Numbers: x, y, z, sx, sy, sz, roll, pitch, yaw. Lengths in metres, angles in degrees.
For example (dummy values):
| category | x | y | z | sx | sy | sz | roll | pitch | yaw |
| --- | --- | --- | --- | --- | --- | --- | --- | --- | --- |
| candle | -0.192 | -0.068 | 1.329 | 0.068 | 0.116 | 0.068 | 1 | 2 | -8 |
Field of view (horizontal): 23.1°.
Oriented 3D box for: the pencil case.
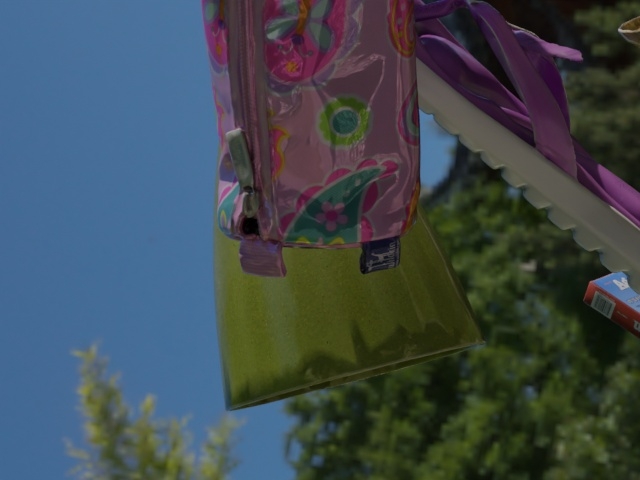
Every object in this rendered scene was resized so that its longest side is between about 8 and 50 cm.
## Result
| category | x | y | z | sx | sy | sz | roll | pitch | yaw |
| --- | --- | --- | --- | --- | --- | --- | --- | --- | --- |
| pencil case | -0.010 | -0.127 | 0.873 | 0.124 | 0.124 | 0.284 | -34 | -55 | -58 |

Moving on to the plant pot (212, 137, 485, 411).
| category | x | y | z | sx | sy | sz | roll | pitch | yaw |
| --- | --- | --- | --- | --- | --- | --- | --- | --- | --- |
| plant pot | 0.000 | 0.000 | 1.618 | 0.275 | 0.275 | 0.293 | 1 | -107 | -65 |

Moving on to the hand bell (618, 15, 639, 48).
| category | x | y | z | sx | sy | sz | roll | pitch | yaw |
| --- | --- | --- | --- | --- | --- | --- | --- | --- | --- |
| hand bell | 0.304 | -0.053 | 1.133 | 0.126 | 0.126 | 0.242 | -34 | -68 | -58 |

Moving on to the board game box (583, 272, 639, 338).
| category | x | y | z | sx | sy | sz | roll | pitch | yaw |
| --- | --- | --- | --- | --- | --- | --- | --- | --- | --- |
| board game box | 0.397 | 0.053 | 1.535 | 0.281 | 0.145 | 0.027 | -17 | -47 | -42 |

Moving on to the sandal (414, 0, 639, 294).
| category | x | y | z | sx | sy | sz | roll | pitch | yaw |
| --- | --- | --- | --- | --- | --- | --- | --- | --- | --- |
| sandal | 0.161 | -0.105 | 1.180 | 0.416 | 0.102 | 0.169 | 39 | -164 | -20 |
